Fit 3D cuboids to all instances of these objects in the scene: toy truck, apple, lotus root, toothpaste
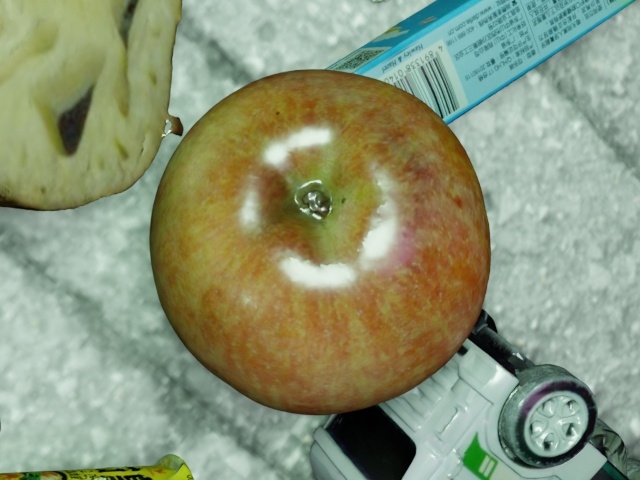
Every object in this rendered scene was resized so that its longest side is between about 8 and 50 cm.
[{"bbox_3d":[0.156,0.196,0.849,0.178,0.176,0.363,-47,117,-3],"label":"toy truck"},{"bbox_3d":[0.000,0.000,0.713,0.188,0.174,0.188,-1,74,3],"label":"apple"},{"bbox_3d":[-0.137,-0.102,0.655,0.261,0.075,0.170,-39,124,-52],"label":"lotus root"},{"bbox_3d":[0.120,-0.141,0.849,0.267,0.050,0.065,-34,111,-22],"label":"toothpaste"}]

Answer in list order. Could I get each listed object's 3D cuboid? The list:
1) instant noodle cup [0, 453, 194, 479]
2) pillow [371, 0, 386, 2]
[{"bbox_3d":[-0.151,0.196,0.677,0.144,0.182,0.182,9,92,-21],"label":"instant noodle cup"},{"bbox_3d":[-0.001,-0.255,0.767,0.229,0.051,0.128,38,81,-29],"label":"pillow"}]
